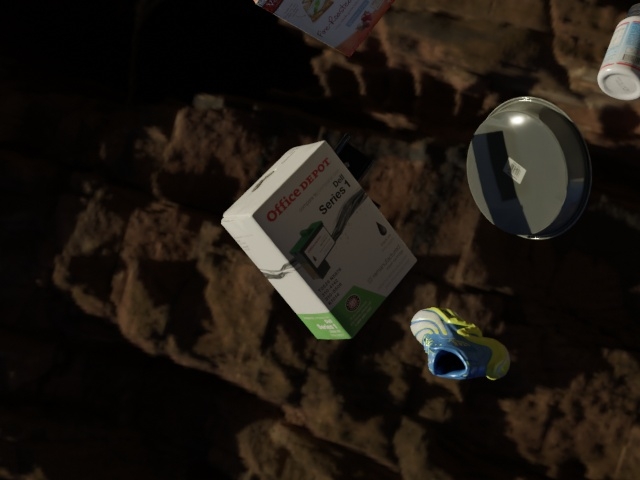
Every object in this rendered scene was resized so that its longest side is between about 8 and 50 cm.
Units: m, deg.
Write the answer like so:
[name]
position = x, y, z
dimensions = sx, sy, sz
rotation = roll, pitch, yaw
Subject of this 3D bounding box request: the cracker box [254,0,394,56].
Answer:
[cracker box]
position = 0.008, -0.437, 1.572
dimensions = 0.232, 0.156, 0.067
rotation = 20, -150, -39

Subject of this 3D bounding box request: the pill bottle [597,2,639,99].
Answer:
[pill bottle]
position = 0.546, -0.331, 1.577
dimensions = 0.087, 0.160, 0.087
rotation = 23, 160, 9

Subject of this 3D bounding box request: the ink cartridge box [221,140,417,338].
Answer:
[ink cartridge box]
position = 0.000, 0.000, 1.214
dimensions = 0.219, 0.160, 0.092
rotation = 51, 153, -18

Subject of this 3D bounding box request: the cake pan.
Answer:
[cake pan]
position = 0.407, -0.140, 1.826
dimensions = 0.054, 0.293, 0.293
rotation = -15, -157, -38

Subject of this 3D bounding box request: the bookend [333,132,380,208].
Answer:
[bookend]
position = 0.070, -0.106, 1.833
dimensions = 0.157, 0.156, 0.072
rotation = 37, -179, 3

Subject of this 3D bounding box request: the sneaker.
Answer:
[sneaker]
position = 0.221, 0.184, 1.632
dimensions = 0.126, 0.091, 0.240
rotation = -4, -165, -37
